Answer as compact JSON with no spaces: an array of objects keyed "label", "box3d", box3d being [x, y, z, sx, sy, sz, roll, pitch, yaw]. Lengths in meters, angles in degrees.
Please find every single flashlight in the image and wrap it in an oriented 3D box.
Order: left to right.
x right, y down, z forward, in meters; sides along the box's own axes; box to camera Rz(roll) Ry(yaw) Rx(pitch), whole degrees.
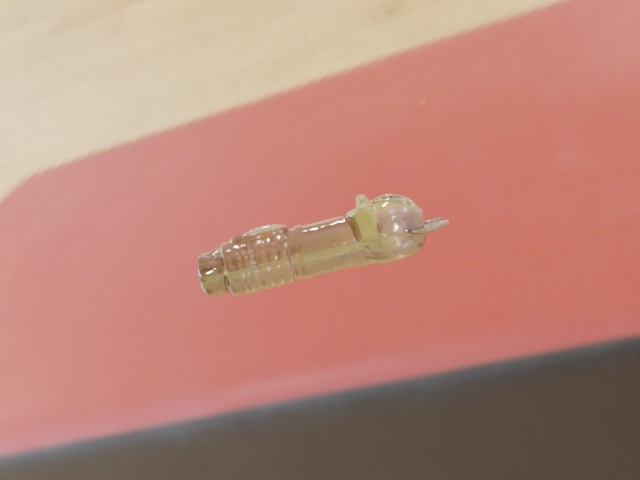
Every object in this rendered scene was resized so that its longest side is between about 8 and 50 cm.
[{"label":"flashlight","box3d":[0.000,0.000,0.655,0.110,0.031,0.052,-13,4,0]}]
